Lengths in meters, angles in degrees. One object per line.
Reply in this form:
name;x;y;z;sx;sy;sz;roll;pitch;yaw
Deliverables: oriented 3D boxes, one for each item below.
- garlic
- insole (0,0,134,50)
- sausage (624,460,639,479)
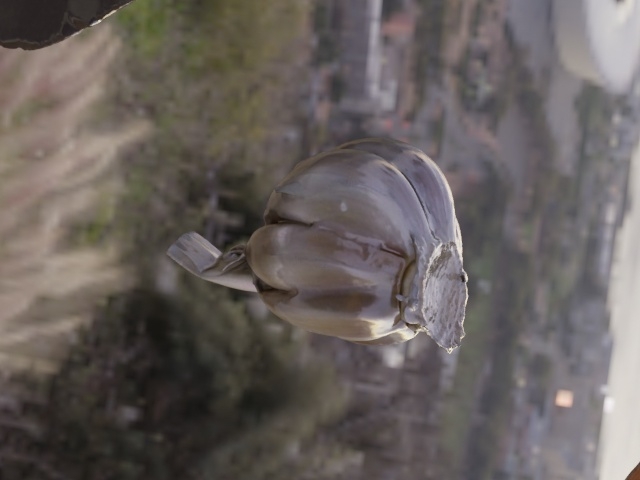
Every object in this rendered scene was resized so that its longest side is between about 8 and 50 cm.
garlic;0.000;0.000;1.170;0.131;0.194;0.127;9;84;-56
insole;-0.029;-0.164;0.784;0.007;0.327;0.111;-3;74;-60
sausage;0.314;0.256;1.444;0.287;0.233;0.233;-45;144;-27
